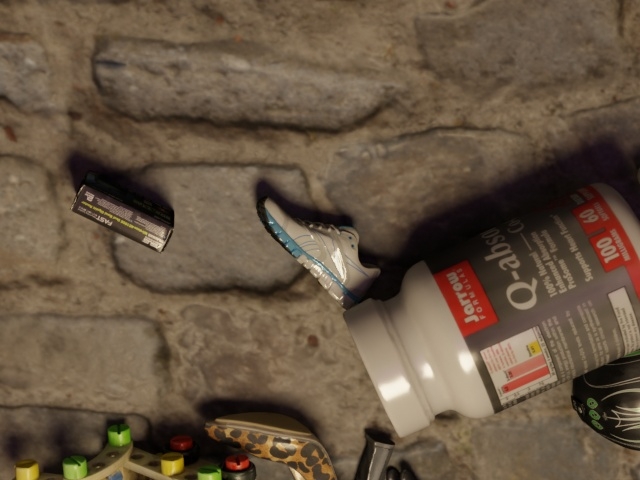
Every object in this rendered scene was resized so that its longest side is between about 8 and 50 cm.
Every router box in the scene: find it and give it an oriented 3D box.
[{"bbox_3d":[-0.237,-0.036,1.600,0.122,0.092,0.038,26,101,-12],"label":"router box"}]

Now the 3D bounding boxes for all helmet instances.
[{"bbox_3d":[0.422,0.190,1.686,0.169,0.161,0.169,-3,95,-41],"label":"helmet"}]

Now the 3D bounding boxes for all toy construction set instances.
[{"bbox_3d":[-0.201,0.330,1.612,0.215,0.327,0.151,-17,125,-46],"label":"toy construction set"}]

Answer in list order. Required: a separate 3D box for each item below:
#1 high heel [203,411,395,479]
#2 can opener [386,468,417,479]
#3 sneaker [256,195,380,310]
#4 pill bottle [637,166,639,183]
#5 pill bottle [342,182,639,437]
[{"bbox_3d":[-0.042,0.326,1.712,0.261,0.093,0.186,13,98,-17],"label":"high heel"},{"bbox_3d":[0.141,0.382,1.775,0.059,0.073,0.186,-23,106,41],"label":"can opener"},{"bbox_3d":[0.000,0.000,1.654,0.083,0.071,0.190,-46,113,0],"label":"sneaker"},{"bbox_3d":[0.505,-0.018,1.662,0.131,0.131,0.229,-31,105,3],"label":"pill bottle"},{"bbox_3d":[0.227,0.092,1.620,0.363,0.210,0.210,-25,106,0],"label":"pill bottle"}]
